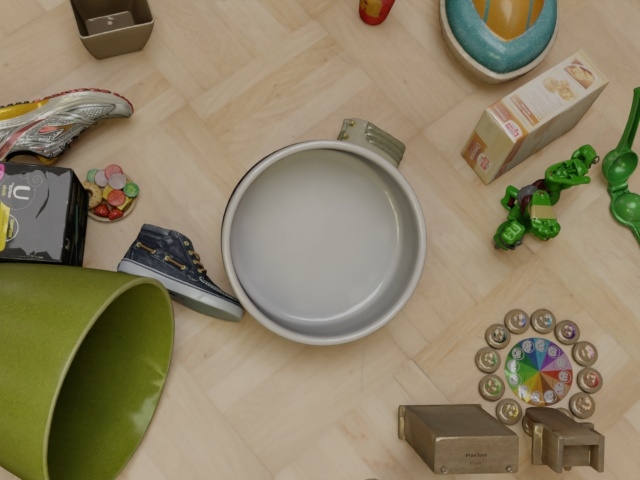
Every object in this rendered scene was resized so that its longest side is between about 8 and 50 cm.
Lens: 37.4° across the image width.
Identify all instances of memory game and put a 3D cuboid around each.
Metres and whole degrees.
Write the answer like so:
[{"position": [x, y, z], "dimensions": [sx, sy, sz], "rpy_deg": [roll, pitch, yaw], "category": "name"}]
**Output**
[{"position": [0.306, 0.183, 1.322], "dimensions": [0.186, 0.012, 0.186], "rpy_deg": [3, 69, -7], "category": "memory game"}]

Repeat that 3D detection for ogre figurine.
[{"position": [0.312, -0.052, 1.355], "dimensions": [0.096, 0.118, 0.197], "rpy_deg": [26, 70, -2], "category": "ogre figurine"}]

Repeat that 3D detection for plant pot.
[{"position": [-0.307, -0.327, 1.389], "dimensions": [0.109, 0.096, 0.109], "rpy_deg": [-16, 73, -12], "category": "plant pot"}, {"position": [-0.371, 0.135, 1.141], "dimensions": [0.293, 0.275, 0.275], "rpy_deg": [17, 67, 16], "category": "plant pot"}]

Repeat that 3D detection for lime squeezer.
[{"position": [0.471, -0.074, 1.399], "dimensions": [0.058, 0.110, 0.310], "rpy_deg": [-19, 104, -31], "category": "lime squeezer"}]

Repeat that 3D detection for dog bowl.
[{"position": [0.000, 0.000, 1.248], "dimensions": [0.264, 0.104, 0.265], "rpy_deg": [-1, 95, -8], "category": "dog bowl"}]

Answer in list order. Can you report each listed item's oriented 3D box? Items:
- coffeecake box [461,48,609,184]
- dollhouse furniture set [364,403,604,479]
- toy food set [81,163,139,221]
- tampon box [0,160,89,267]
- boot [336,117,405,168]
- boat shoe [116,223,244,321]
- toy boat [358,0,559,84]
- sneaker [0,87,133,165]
[{"position": [0.311, -0.179, 1.389], "dimensions": [0.185, 0.142, 0.068], "rpy_deg": [-33, 76, -18], "category": "coffeecake box"}, {"position": [0.187, 0.400, 1.205], "dimensions": [0.303, 0.174, 0.356], "rpy_deg": [0, 94, -8], "category": "dollhouse furniture set"}, {"position": [-0.299, -0.067, 1.333], "dimensions": [0.083, 0.020, 0.083], "rpy_deg": [34, 69, 6], "category": "toy food set"}, {"position": [-0.365, -0.023, 1.222], "dimensions": [0.101, 0.161, 0.121], "rpy_deg": [5, 80, -5], "category": "tampon box"}, {"position": [0.009, -0.103, 1.357], "dimensions": [0.213, 0.077, 0.165], "rpy_deg": [18, 69, -6], "category": "boot"}, {"position": [-0.177, 0.041, 1.284], "dimensions": [0.183, 0.065, 0.083], "rpy_deg": [23, 70, 3], "category": "boat shoe"}, {"position": [0.216, -0.373, 1.447], "dimensions": [0.318, 0.148, 0.268], "rpy_deg": [3, 69, -6], "category": "toy boat"}, {"position": [-0.373, -0.155, 1.334], "dimensions": [0.225, 0.088, 0.093], "rpy_deg": [-18, 93, -13], "category": "sneaker"}]
